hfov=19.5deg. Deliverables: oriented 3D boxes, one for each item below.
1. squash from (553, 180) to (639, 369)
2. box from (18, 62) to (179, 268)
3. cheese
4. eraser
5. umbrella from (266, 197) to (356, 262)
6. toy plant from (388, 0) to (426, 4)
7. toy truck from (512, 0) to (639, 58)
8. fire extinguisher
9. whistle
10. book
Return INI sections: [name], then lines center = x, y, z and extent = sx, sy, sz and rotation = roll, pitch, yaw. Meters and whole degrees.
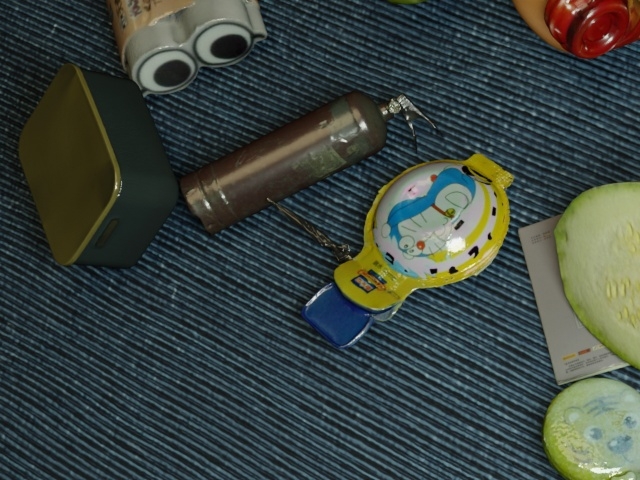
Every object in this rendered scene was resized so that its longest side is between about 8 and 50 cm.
[squash]
center = 0.312, 0.037, 1.630
extent = 0.260, 0.189, 0.189
rotation = -5, 60, 24
[box]
center = -0.235, -0.077, 1.984
extent = 0.144, 0.090, 0.201
rotation = -54, 45, 32
[cheese]
center = 0.089, 0.008, 1.841
extent = 0.250, 0.064, 0.156
rotation = -45, 53, -9
[eraser]
center = -0.177, -0.313, 2.135
extent = 0.171, 0.087, 0.290
rotation = -26, 54, 11
[umbrella]
center = 0.003, -0.003, 1.899
extent = 0.149, 0.022, 0.022
rotation = 41, 71, 19
[toy plant]
center = 0.173, -0.390, 1.948
extent = 0.316, 0.224, 0.184
rotation = -30, 67, 17
[toy truck]
center = 0.320, -0.314, 1.880
extent = 0.189, 0.239, 0.265
rotation = 54, 131, 37
[fire extinguisher]
center = -0.010, -0.085, 1.941
extent = 0.267, 0.072, 0.089
rotation = -26, 91, 7
[whistle]
center = 0.266, 0.215, 1.656
extent = 0.104, 0.057, 0.198
rotation = -17, 63, -5
[book]
center = 0.266, 0.044, 1.775
extent = 0.127, 0.014, 0.182
rotation = -19, 56, 12
